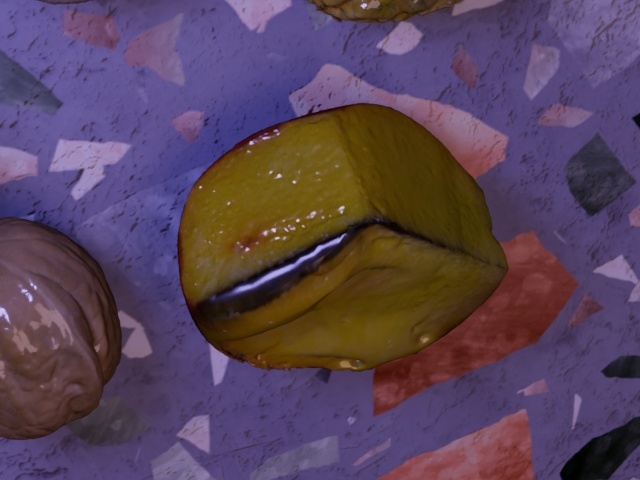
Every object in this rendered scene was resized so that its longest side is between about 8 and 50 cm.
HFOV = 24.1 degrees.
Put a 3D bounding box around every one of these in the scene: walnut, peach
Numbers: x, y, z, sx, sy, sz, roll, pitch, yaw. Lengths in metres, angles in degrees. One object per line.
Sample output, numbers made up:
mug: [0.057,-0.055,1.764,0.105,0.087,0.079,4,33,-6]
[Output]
walnut: [-0.332,0.102,1.676,0.225,0.225,0.261,-26,127,-11]
peach: [0.000,0.000,1.766,0.380,0.242,0.306,8,137,-46]

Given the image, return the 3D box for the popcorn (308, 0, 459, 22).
popcorn: [0.075,-0.344,1.626,0.250,0.190,0.250,-19,139,-17]

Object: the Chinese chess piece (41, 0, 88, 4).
Chinese chess piece: [-0.209,-0.377,1.400,0.338,0.140,0.338,-29,157,-13]
